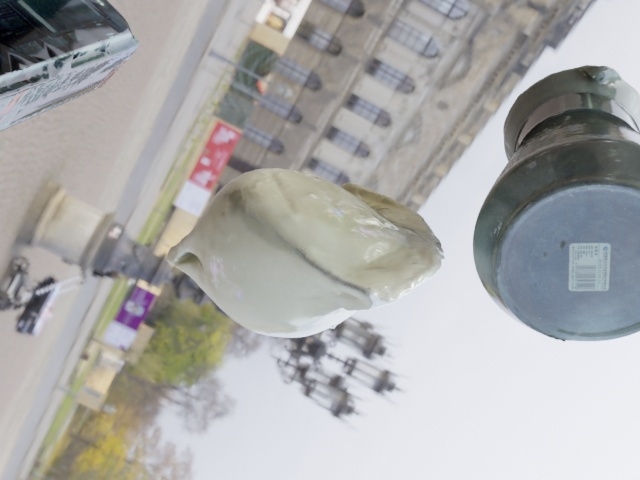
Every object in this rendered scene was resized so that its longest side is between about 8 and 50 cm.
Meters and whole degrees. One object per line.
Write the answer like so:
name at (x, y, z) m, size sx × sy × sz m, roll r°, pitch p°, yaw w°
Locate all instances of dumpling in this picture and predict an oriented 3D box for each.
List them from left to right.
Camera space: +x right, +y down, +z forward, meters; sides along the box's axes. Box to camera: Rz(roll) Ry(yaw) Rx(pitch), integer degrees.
dumpling at (0.000, 0.000, 0.764) m, size 0.179 × 0.131 × 0.252 m, roll -22°, pitch -162°, yaw -39°

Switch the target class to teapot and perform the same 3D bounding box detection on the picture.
teapot at (0.214, -0.025, 0.776) m, size 0.225 × 0.171 × 0.203 m, roll -71°, pitch 163°, yaw -57°

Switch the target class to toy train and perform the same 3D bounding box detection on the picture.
toy train at (-0.257, -0.114, 0.667) m, size 0.089 × 0.086 × 0.409 m, roll -41°, pitch -174°, yaw 25°
